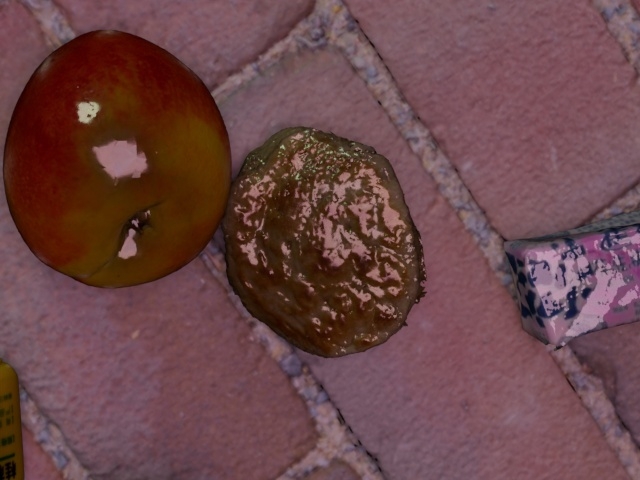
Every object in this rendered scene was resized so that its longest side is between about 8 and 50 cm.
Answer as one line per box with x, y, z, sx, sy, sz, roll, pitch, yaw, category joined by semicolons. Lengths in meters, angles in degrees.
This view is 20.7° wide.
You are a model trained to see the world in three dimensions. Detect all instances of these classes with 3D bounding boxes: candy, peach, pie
0.245;0.030;1.490;0.160;0.073;0.092;-13;98;-9;candy
-0.164;-0.065;1.391;0.190;0.192;0.190;-8;134;-8;peach
0.000;0.000;1.444;0.163;0.079;0.194;-12;96;-1;pie

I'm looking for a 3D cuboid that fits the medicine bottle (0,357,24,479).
-0.283;0.227;1.418;0.095;0.064;0.261;-8;100;-38;medicine bottle
